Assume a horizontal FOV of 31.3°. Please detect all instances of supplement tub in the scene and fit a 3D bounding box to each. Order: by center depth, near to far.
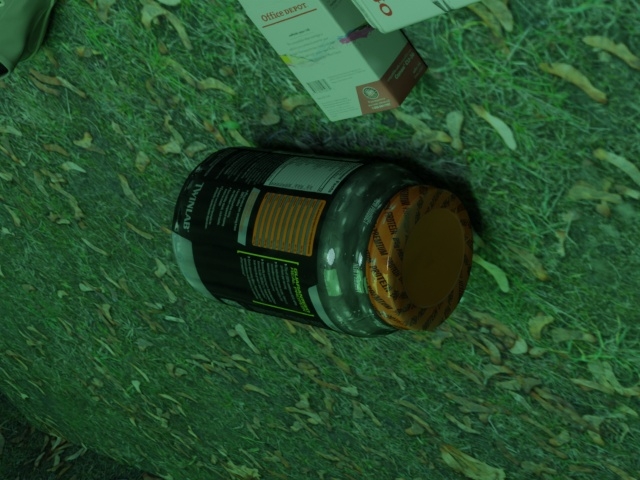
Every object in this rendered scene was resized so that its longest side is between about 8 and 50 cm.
[{"bbox_3d":[0.000,0.000,1.372,0.338,0.207,0.207,11,143,40],"label":"supplement tub"}]

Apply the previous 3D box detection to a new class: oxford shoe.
[{"bbox_3d":[-0.411,-0.333,1.426,0.169,0.130,0.449,39,151,0],"label":"oxford shoe"}]

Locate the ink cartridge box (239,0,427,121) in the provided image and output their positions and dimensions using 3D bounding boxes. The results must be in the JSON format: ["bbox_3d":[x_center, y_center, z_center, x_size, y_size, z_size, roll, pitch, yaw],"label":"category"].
[{"bbox_3d":[0.005,-0.223,1.179,0.115,0.067,0.198,-4,133,51],"label":"ink cartridge box"}]

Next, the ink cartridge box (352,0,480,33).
[{"bbox_3d":[0.096,-0.280,0.963,0.217,0.092,0.158,-9,128,51],"label":"ink cartridge box"}]
